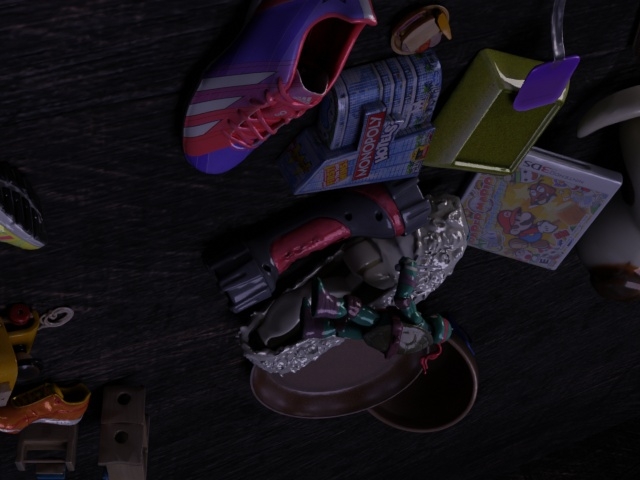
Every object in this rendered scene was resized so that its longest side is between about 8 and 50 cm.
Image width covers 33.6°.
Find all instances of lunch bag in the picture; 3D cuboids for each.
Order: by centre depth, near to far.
[{"bbox_3d":[0.253,0.193,2.033,0.065,0.098,0.067,-33,150,2],"label":"lunch bag"}]

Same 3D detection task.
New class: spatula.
[{"bbox_3d":[0.293,-0.275,1.294,0.084,0.030,0.297,-18,136,-22],"label":"spatula"}]

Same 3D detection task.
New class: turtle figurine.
[{"bbox_3d":[0.095,0.103,1.464,0.234,0.118,0.175,5,133,-14],"label":"turtle figurine"}]

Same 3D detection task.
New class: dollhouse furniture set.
[{"bbox_3d":[-0.363,0.306,1.646,0.183,0.129,0.129,1,148,-5],"label":"dollhouse furniture set"}]

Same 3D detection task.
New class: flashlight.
[{"bbox_3d":[0.000,0.000,1.444,0.304,0.103,0.103,-29,-169,-10],"label":"flashlight"}]

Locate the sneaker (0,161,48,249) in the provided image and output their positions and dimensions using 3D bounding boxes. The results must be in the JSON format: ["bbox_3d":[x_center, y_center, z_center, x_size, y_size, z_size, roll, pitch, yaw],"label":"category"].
[{"bbox_3d":[-0.366,-0.036,1.086,0.094,0.082,0.208,-29,147,16],"label":"sneaker"}]

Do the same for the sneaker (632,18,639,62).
[{"bbox_3d":[0.476,-0.315,1.433,0.071,0.066,0.188,-38,162,-20],"label":"sneaker"}]

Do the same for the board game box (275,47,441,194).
[{"bbox_3d":[0.048,-0.133,1.320,0.194,0.060,0.194,-19,151,-21],"label":"board game box"}]

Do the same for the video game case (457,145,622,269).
[{"bbox_3d":[0.318,-0.052,1.637,0.206,0.026,0.227,16,140,-8],"label":"video game case"}]

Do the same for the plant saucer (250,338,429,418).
[{"bbox_3d":[0.030,0.201,1.815,0.310,0.050,0.311,-9,141,-7],"label":"plant saucer"}]

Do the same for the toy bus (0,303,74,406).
[{"bbox_3d":[-0.416,0.155,1.322,0.202,0.104,0.191,-31,153,6],"label":"toy bus"}]

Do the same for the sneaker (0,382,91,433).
[{"bbox_3d":[-0.413,0.233,1.528,0.175,0.064,0.067,-4,124,-49],"label":"sneaker"}]

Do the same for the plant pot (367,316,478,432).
[{"bbox_3d":[0.177,0.226,1.946,0.237,0.237,0.110,-47,-174,31],"label":"plant pot"}]

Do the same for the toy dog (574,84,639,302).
[{"bbox_3d":[0.559,-0.068,1.692,0.395,0.285,0.408,-3,145,-19],"label":"toy dog"}]

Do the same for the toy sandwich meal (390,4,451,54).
[{"bbox_3d":[0.119,-0.241,1.235,0.085,0.029,0.086,-22,152,-13],"label":"toy sandwich meal"}]

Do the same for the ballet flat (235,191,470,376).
[{"bbox_3d":[0.042,0.070,1.568,0.409,0.147,0.147,-38,152,16],"label":"ballet flat"}]

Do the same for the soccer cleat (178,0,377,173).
[{"bbox_3d":[-0.052,-0.163,1.110,0.108,0.116,0.318,-3,143,-41],"label":"soccer cleat"}]

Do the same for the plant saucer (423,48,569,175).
[{"bbox_3d":[0.241,-0.157,1.437,0.188,0.045,0.188,3,131,-41],"label":"plant saucer"}]
